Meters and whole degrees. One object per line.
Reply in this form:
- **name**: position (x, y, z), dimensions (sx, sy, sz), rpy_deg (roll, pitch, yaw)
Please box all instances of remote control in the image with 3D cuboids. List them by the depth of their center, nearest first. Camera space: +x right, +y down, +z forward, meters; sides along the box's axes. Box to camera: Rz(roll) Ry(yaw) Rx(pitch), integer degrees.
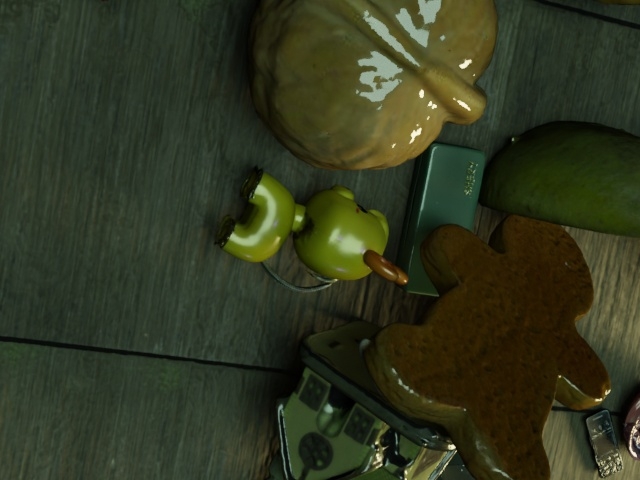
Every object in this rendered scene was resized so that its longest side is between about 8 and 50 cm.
- **remote control**: position (0.376, 0.270, 1.768), dimensions (0.039, 0.014, 0.096), rpy_deg (-22, 108, -14)

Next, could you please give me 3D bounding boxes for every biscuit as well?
- **biscuit**: position (0.209, 0.110, 1.528), dimensions (0.283, 0.432, 0.064), rpy_deg (43, 129, -6)

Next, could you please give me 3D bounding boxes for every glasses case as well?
- **glasses case**: position (0.144, -0.026, 1.617), dimensions (0.077, 0.039, 0.184), rpy_deg (8, 98, -20)

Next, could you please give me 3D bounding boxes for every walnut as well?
- **walnut**: position (0.055, -0.213, 1.435), dimensions (0.285, 0.285, 0.296), rpy_deg (36, 94, -21)

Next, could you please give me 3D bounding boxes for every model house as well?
- **model house**: position (0.044, 0.269, 1.564), dimensions (0.205, 0.218, 0.279), rpy_deg (-11, 130, -60)

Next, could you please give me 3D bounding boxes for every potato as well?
- **potato**: position (0.359, -0.071, 1.568), dimensions (0.269, 0.255, 0.112), rpy_deg (-2, 102, -19)

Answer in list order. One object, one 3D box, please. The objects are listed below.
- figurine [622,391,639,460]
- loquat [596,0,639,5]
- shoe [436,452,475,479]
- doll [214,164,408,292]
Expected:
- **figurine**: position (0.479, 0.241, 1.736), dimensions (0.114, 0.157, 0.126), rpy_deg (-35, 105, -32)
- **loquat**: position (0.361, -0.375, 1.541), dimensions (0.208, 0.208, 0.208), rpy_deg (-4, 102, -18)
- **shoe**: position (0.209, 0.221, 1.661), dimensions (0.108, 0.093, 0.241), rpy_deg (13, 94, -22)
- **doll**: position (0.000, 0.000, 1.527), dimensions (0.220, 0.143, 0.135), rpy_deg (25, 90, -14)
